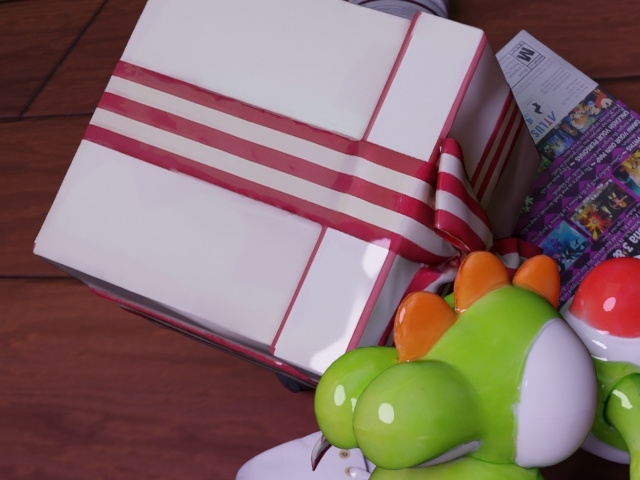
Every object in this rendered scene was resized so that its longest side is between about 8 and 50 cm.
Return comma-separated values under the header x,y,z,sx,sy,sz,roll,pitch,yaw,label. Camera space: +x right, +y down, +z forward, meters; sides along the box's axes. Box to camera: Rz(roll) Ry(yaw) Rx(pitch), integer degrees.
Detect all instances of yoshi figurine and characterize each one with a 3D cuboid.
x,y,z,sx,sy,sz,roll,pitch,yaw,label
0.150,0.119,0.839,0.203,0.362,0.203,-42,60,49,yoshi figurine

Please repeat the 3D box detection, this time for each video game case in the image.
x,y,z,sx,sy,sz,roll,pitch,yaw,label
0.156,-0.026,1.098,0.210,0.042,0.232,40,72,20,video game case

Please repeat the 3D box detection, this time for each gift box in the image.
x,y,z,sx,sy,sz,roll,pitch,yaw,label
0.000,0.000,0.949,0.258,0.255,0.276,19,85,22,gift box

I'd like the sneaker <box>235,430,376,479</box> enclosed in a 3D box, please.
x,y,z,sx,sy,sz,roll,pitch,yaw,label
0.050,0.190,0.943,0.292,0.108,0.169,-10,44,26,sneaker

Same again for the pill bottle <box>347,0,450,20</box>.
x,y,z,sx,sy,sz,roll,pitch,yaw,label
0.063,-0.155,1.318,0.121,0.121,0.221,-13,40,21,pill bottle

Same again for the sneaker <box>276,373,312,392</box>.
x,y,z,sx,sy,sz,roll,pitch,yaw,label
0.059,0.016,1.148,0.108,0.100,0.271,23,61,41,sneaker
